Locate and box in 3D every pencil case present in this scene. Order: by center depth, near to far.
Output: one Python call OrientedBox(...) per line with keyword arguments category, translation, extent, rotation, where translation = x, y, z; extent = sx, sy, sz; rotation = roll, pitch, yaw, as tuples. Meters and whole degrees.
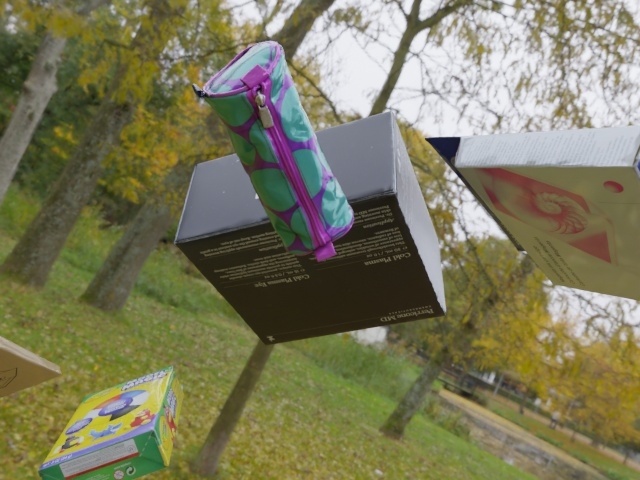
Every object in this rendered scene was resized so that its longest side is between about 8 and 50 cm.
OrientedBox(category="pencil case", translation=(-0.028, -0.061, 0.421), extent=(0.152, 0.064, 0.070), rotation=(63, 0, -34))

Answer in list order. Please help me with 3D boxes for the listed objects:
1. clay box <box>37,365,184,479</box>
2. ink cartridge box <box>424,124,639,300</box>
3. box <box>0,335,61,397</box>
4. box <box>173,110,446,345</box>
OrientedBox(category="clay box", translation=(-0.242, 0.223, 0.712), extent=(0.127, 0.053, 0.222), rotation=(-19, 11, -6))
OrientedBox(category="ink cartridge box", translation=(0.339, -0.027, 0.815), extent=(0.324, 0.071, 0.330), rotation=(40, -19, -33))
OrientedBox(category="box", translation=(-0.500, 0.193, 0.837), extent=(0.201, 0.164, 0.021), rotation=(83, -12, -64))
OrientedBox(category="box", translation=(0.000, 0.000, 0.952), extent=(0.343, 0.179, 0.312), rotation=(-12, -43, 17))
